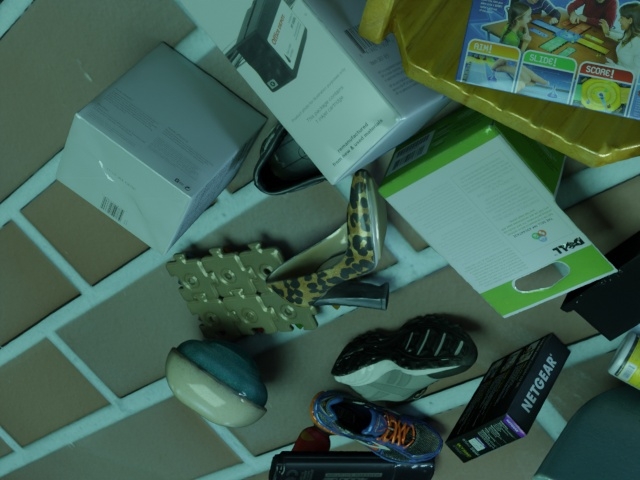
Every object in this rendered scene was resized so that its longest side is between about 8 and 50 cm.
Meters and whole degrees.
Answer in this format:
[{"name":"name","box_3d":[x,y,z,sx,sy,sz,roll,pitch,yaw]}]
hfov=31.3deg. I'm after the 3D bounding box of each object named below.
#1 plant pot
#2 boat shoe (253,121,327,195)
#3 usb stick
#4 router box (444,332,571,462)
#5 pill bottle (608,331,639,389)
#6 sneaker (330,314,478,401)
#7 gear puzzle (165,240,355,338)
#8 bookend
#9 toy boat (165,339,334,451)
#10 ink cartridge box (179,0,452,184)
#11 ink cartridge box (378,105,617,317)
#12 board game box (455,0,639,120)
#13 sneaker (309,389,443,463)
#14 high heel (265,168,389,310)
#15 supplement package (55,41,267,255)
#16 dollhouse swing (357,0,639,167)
[{"name":"plant pot","box_3d":[0.432,0.342,1.535,0.248,0.252,0.247,17,135,21]},{"name":"boat shoe","box_3d":[0.026,-0.146,1.487,0.340,0.113,0.127,-20,113,43]},{"name":"usb stick","box_3d":[0.055,0.376,1.867,0.278,0.045,0.077,3,129,-17]},{"name":"router box","box_3d":[0.263,0.220,1.597,0.046,0.179,0.133,46,137,-6]},{"name":"pill bottle","box_3d":[0.448,0.176,1.518,0.116,0.065,0.065,30,137,9]},{"name":"sneaker","box_3d":[0.140,0.188,1.728,0.108,0.100,0.271,45,145,-22]},{"name":"gear puzzle","box_3d":[-0.085,0.069,1.812,0.339,0.044,0.175,-8,120,35]},{"name":"bookend","box_3d":[0.420,0.080,1.447,0.157,0.072,0.156,40,138,-3]},{"name":"toy boat","box_3d":[-0.108,0.257,1.904,0.318,0.148,0.267,34,174,-2]},{"name":"ink cartridge box","box_3d":[0.003,-0.242,1.284,0.307,0.223,0.129,51,125,3]},{"name":"ink cartridge box","box_3d":[0.228,-0.041,1.435,0.189,0.097,0.255,-29,115,39]},{"name":"board game box","box_3d":[0.237,-0.193,1.051,0.201,0.035,0.136,15,104,15]},{"name":"sneaker","box_3d":[0.090,0.300,1.816,0.221,0.083,0.087,17,168,-4]},{"name":"high heel","box_3d":[0.000,0.000,1.621,0.186,0.093,0.261,5,132,12]},{"name":"supplement package","box_3d":[-0.223,-0.130,1.605,0.194,0.203,0.149,37,139,2]},{"name":"dollhouse swing","box_3d":[0.262,-0.306,1.074,0.347,0.315,0.305,29,155,11]}]
